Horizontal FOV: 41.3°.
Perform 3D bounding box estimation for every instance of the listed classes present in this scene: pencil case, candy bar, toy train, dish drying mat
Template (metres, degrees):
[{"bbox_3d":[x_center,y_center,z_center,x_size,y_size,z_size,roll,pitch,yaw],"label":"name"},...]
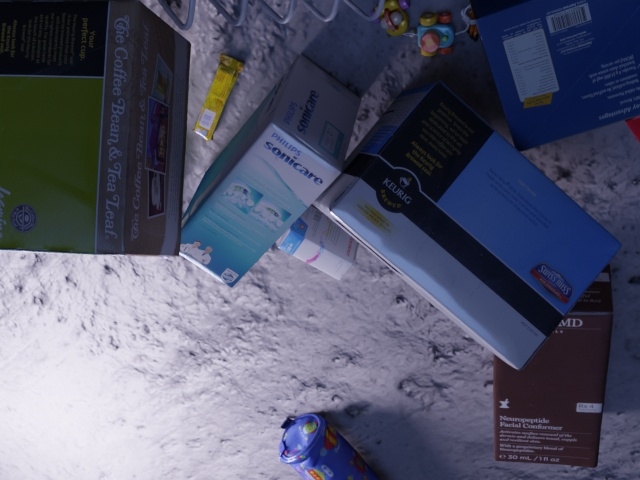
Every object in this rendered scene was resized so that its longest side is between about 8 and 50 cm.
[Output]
[{"bbox_3d":[0.032,0.496,1.791,0.133,0.119,0.306,-34,114,13],"label":"pencil case"},{"bbox_3d":[-0.166,-0.224,1.352,0.040,0.018,0.161,27,128,-4],"label":"candy bar"},{"bbox_3d":[0.136,-0.325,1.181,0.166,0.046,0.125,34,129,-8],"label":"toy train"},{"bbox_3d":[0.488,-0.154,1.261,0.032,0.008,0.083,-30,116,31],"label":"dish drying mat"}]

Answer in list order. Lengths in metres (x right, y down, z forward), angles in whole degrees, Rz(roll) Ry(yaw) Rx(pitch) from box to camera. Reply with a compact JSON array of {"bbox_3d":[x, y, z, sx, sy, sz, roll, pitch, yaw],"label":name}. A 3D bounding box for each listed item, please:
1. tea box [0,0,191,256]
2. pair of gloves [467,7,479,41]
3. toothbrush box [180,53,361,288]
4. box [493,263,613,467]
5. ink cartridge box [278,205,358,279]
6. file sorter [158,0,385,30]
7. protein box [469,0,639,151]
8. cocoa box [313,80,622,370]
[{"bbox_3d":[-0.370,-0.145,1.186,0.323,0.220,0.329,4,89,10],"label":"tea box"},{"bbox_3d":[0.250,-0.309,1.196,0.083,0.010,0.074,10,128,5],"label":"pair of gloves"},{"bbox_3d":[-0.083,-0.105,1.299,0.126,0.216,0.295,34,126,-14],"label":"toothbrush box"},{"bbox_3d":[0.400,0.222,1.488,0.191,0.143,0.382,0,125,13],"label":"box"},{"bbox_3d":[0.000,0.000,1.439,0.122,0.089,0.052,28,128,-9],"label":"ink cartridge box"},{"bbox_3d":[-0.064,-0.372,1.032,0.277,0.173,0.193,-11,134,-28],"label":"file sorter"},{"bbox_3d":[0.322,-0.258,1.124,0.199,0.136,0.201,-17,122,15],"label":"protein box"},{"bbox_3d":[0.196,-0.028,1.215,0.347,0.231,0.228,40,90,-9],"label":"cocoa box"}]
